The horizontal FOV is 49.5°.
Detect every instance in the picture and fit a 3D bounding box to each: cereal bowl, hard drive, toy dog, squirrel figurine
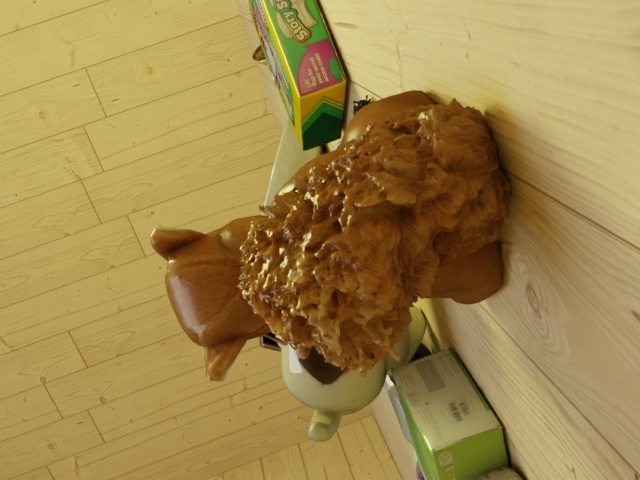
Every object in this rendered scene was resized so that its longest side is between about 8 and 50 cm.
[{"bbox_3d":[-0.066,-0.175,1.987,0.339,0.141,0.339,-166,90,-87],"label":"cereal bowl"},{"bbox_3d":[0.270,0.550,2.216,0.307,0.040,0.203,87,163,-78],"label":"hard drive"},{"bbox_3d":[0.012,0.098,1.192,0.408,0.284,0.395,84,-150,-48],"label":"toy dog"},{"bbox_3d":[0.000,0.000,0.761,0.397,0.370,0.281,145,105,-86],"label":"squirrel figurine"}]

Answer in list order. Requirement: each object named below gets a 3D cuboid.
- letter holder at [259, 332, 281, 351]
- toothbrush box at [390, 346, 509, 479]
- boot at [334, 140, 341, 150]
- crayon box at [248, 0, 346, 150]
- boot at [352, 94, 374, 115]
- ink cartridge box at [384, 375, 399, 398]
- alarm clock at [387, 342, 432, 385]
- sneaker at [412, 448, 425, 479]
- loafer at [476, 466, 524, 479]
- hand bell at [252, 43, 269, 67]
[{"bbox_3d":[0.041,0.156,1.560,0.214,0.301,0.152,4,98,52],"label":"letter holder"},{"bbox_3d":[0.234,0.365,1.198,0.206,0.122,0.283,-115,7,-59],"label":"toothbrush box"},{"bbox_3d":[0.069,-0.110,1.448,0.086,0.069,0.190,-112,5,-66],"label":"boot"},{"bbox_3d":[-0.055,-0.408,1.428,0.313,0.106,0.363,97,153,-79],"label":"crayon box"},{"bbox_3d":[0.085,-0.170,1.130,0.099,0.045,0.121,-123,21,-63],"label":"boot"},{"bbox_3d":[0.185,0.291,1.506,0.150,0.063,0.109,36,-156,-44],"label":"ink cartridge box"},{"bbox_3d":[0.188,0.242,1.410,0.129,0.064,0.192,42,-157,-11],"label":"alarm clock"},{"bbox_3d":[0.253,0.492,1.611,0.305,0.114,0.152,74,173,-48],"label":"sneaker"},{"bbox_3d":[0.301,0.507,1.059,0.112,0.111,0.320,150,100,-86],"label":"loafer"},{"bbox_3d":[-0.053,-0.384,1.714,0.242,0.126,0.126,55,-175,-36],"label":"hand bell"}]
